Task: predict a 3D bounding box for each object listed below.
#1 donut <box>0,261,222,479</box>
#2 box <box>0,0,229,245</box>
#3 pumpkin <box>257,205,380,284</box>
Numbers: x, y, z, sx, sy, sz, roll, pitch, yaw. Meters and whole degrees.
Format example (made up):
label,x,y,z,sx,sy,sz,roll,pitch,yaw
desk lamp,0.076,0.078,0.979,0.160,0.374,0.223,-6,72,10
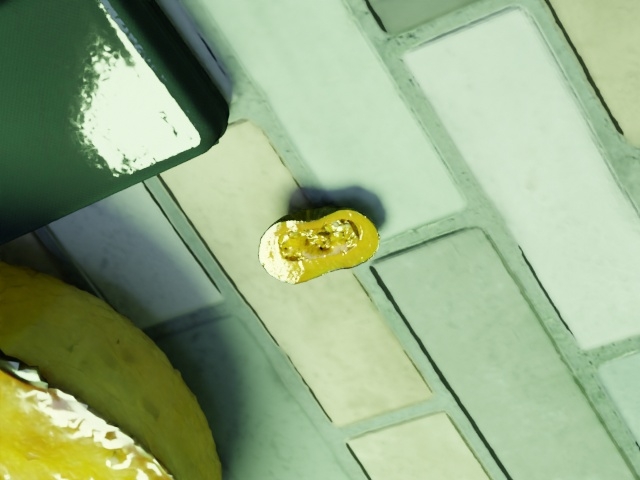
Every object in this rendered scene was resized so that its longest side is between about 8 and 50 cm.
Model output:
label,x,y,z,sx,sy,sz,roll,pitch,yaw
donut,-0.237,0.187,1.292,0.378,0.163,0.435,-18,119,25
box,-0.188,-0.088,1.153,0.230,0.050,0.160,-22,117,28
pumpkin,0.000,-0.001,1.177,0.083,0.028,0.050,-8,121,11
